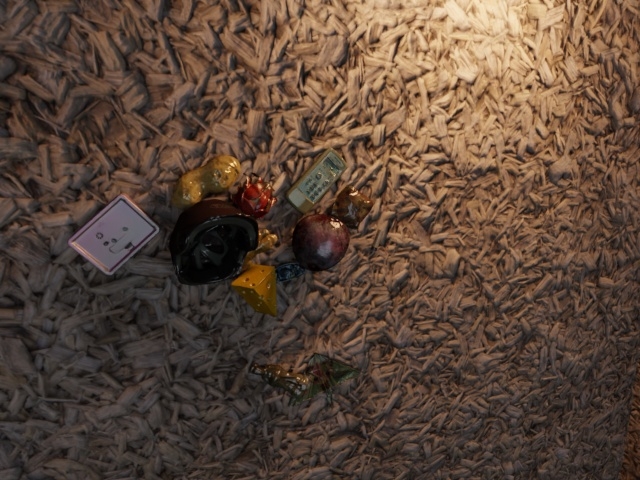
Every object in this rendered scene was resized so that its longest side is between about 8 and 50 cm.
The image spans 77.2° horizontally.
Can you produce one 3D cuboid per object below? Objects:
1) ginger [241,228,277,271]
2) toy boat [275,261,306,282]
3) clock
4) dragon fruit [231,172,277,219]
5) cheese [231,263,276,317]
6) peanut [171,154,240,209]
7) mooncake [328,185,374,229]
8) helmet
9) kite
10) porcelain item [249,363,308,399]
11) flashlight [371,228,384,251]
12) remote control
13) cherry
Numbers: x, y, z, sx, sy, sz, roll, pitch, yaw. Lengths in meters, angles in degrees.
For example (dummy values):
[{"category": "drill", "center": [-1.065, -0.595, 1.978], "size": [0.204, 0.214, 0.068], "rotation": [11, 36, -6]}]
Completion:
[{"category": "ginger", "center": [-0.243, 0.027, 1.280], "size": [0.205, 0.081, 0.115], "rotation": [-42, 118, -4]}, {"category": "toy boat", "center": [-0.114, 0.109, 1.360], "size": [0.137, 0.061, 0.060], "rotation": [-11, 107, -19]}, {"category": "clock", "center": [-0.580, -0.018, 1.140], "size": [0.197, 0.063, 0.150], "rotation": [-45, 115, -6]}, {"category": "dragon fruit", "center": [-0.205, -0.128, 1.242], "size": [0.121, 0.130, 0.141], "rotation": [31, 92, 8]}, {"category": "cheese", "center": [-0.199, 0.181, 1.311], "size": [0.126, 0.093, 0.171], "rotation": [-50, 139, -48]}, {"category": "peanut", "center": [-0.337, -0.172, 1.178], "size": [0.230, 0.103, 0.098], "rotation": [-33, 115, -14]}, {"category": "mooncake", "center": [0.108, -0.113, 1.389], "size": [0.125, 0.073, 0.129], "rotation": [33, 88, -24]}, {"category": "helmet", "center": [-0.315, -0.017, 1.153], "size": [0.225, 0.177, 0.305], "rotation": [4, 130, -41]}, {"category": "kite", "center": [0.010, 0.540, 1.543], "size": [0.323, 0.013, 0.267], "rotation": [-22, 109, -13]}, {"category": "porcelain item", "center": [-0.151, 0.490, 1.440], "size": [0.216, 0.069, 0.081], "rotation": [29, 94, -17]}, {"category": "flashlight", "center": [0.212, 0.000, 1.487], "size": [0.019, 0.018, 0.083], "rotation": [16, 97, -26]}, {"category": "remote control", "center": [-0.013, -0.198, 1.339], "size": [0.233, 0.038, 0.098], "rotation": [-48, 115, -6]}, {"category": "cherry", "center": [-0.001, 0.010, 1.304], "size": [0.195, 0.195, 0.194], "rotation": [-5, 105, -21]}]
